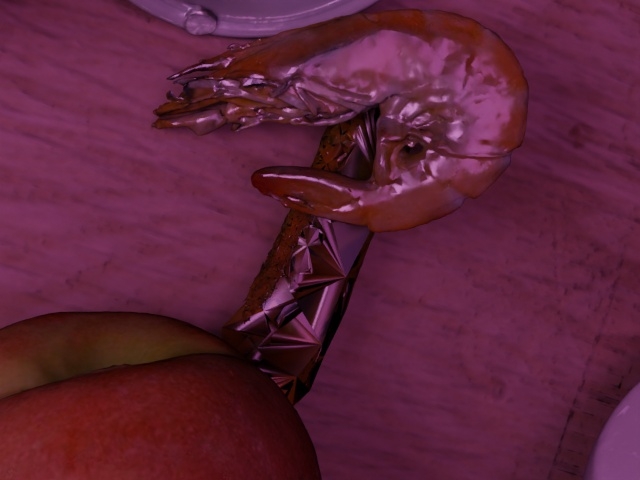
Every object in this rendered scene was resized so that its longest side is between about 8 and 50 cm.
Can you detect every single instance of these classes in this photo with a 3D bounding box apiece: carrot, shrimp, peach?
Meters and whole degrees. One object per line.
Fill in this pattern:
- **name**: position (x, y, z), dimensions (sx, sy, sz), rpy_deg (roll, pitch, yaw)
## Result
- **carrot**: position (0.001, 0.000, 0.774), dimensions (0.069, 0.069, 0.229), rpy_deg (26, 86, -16)
- **shrimp**: position (0.010, -0.070, 0.737), dimensions (0.235, 0.053, 0.133), rpy_deg (-5, 99, 6)
- **peach**: position (-0.115, 0.163, 0.664), dimensions (0.252, 0.252, 0.253), rpy_deg (-2, 96, -16)

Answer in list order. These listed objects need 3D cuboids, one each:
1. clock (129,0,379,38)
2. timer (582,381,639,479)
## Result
- **clock**: position (-0.034, -0.219, 0.696), dimensions (0.236, 0.236, 0.053), rpy_deg (1, 51, -16)
- **timer**: position (0.327, 0.219, 0.795), dimensions (0.285, 0.285, 0.285), rpy_deg (-2, 96, -16)
